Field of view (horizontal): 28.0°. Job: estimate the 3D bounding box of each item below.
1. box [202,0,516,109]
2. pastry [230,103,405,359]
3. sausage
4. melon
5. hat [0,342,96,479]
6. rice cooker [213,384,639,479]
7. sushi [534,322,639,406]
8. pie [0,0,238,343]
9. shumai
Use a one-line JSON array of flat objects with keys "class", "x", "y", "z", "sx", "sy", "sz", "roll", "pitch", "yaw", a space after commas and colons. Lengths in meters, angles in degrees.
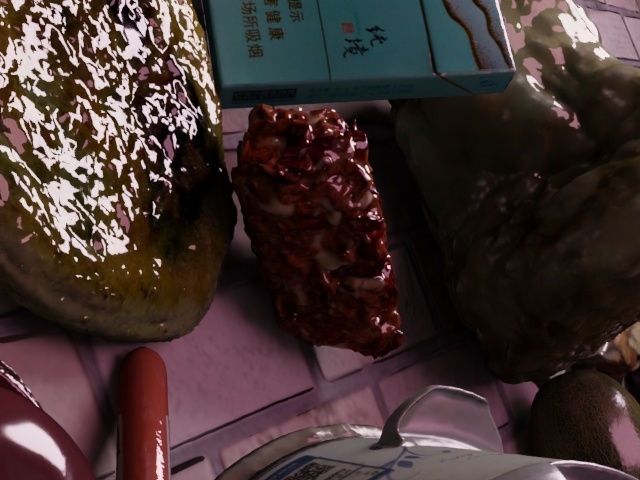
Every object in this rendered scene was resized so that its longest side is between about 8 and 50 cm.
[{"class": "box", "x": 0.024, "y": -0.185, "z": 0.996, "sx": 0.041, "sy": 0.229, "sz": 0.162, "roll": 111, "pitch": -28, "yaw": -63}, {"class": "pastry", "x": 0.000, "y": -0.002, "z": 0.876, "sx": 0.208, "sy": 0.097, "sz": 0.115, "roll": 75, "pitch": 9, "yaw": -48}, {"class": "sausage", "x": -0.093, "y": 0.126, "z": 0.673, "sx": 0.029, "sy": 0.029, "sz": 0.223, "roll": 48, "pitch": 16, "yaw": -30}, {"class": "melon", "x": 0.256, "y": 0.202, "z": 1.189, "sx": 0.114, "sy": 0.114, "sz": 0.167, "roll": -4, "pitch": 70, "yaw": -61}, {"class": "hat", "x": -0.153, "y": 0.127, "z": 0.561, "sx": 0.205, "sy": 0.089, "sz": 0.205, "roll": 40, "pitch": 37, "yaw": -39}, {"class": "rice cooker", "x": 0.053, "y": 0.225, "z": 0.643, "sx": 0.264, "sy": 0.316, "sz": 0.317, "roll": 13, "pitch": 55, "yaw": -30}, {"class": "sushi", "x": 0.359, "y": 0.092, "z": 1.447, "sx": 0.359, "sy": 0.064, "sz": 0.343, "roll": 46, "pitch": 43, "yaw": -34}, {"class": "pie", "x": -0.140, "y": -0.081, "z": 0.763, "sx": 0.323, "sy": 0.070, "sz": 0.323, "roll": 41, "pitch": 38, "yaw": -42}, {"class": "shumai", "x": 0.215, "y": -0.072, "z": 1.143, "sx": 0.323, "sy": 0.324, "sz": 0.397, "roll": 55, "pitch": 7, "yaw": 13}]
